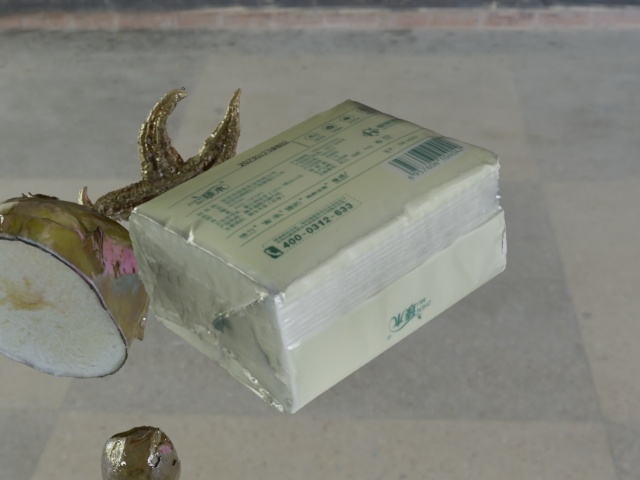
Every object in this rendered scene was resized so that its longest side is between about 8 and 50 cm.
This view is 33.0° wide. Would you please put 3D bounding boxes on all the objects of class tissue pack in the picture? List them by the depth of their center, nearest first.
[{"bbox_3d":[0.000,0.000,1.322,0.380,0.207,0.297,-29,39,-31],"label":"tissue pack"}]

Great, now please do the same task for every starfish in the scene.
[{"bbox_3d":[-0.194,-0.069,1.628,0.299,0.302,0.060,-33,21,1],"label":"starfish"}]

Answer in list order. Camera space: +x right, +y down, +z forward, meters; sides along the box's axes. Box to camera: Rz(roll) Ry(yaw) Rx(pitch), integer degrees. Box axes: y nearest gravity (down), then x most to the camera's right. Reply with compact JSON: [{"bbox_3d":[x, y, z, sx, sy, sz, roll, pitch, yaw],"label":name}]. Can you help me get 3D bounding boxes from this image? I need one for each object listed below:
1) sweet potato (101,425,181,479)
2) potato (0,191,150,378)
[{"bbox_3d":[-0.170,0.247,1.056,0.075,0.273,0.075,2,61,-3],"label":"sweet potato"},{"bbox_3d":[-0.362,0.028,1.450,0.246,0.300,0.196,-7,49,15],"label":"potato"}]
